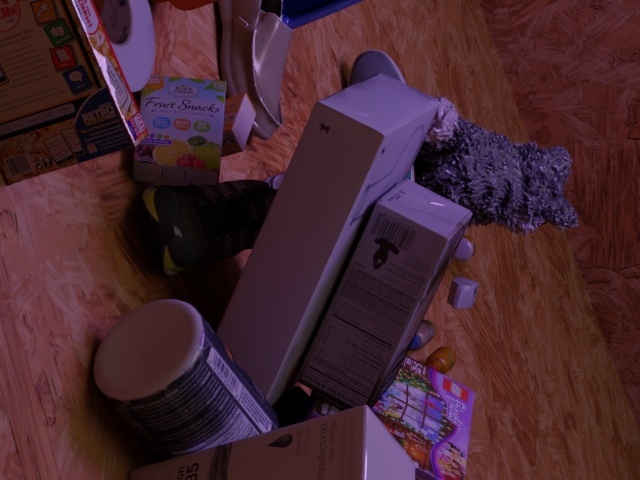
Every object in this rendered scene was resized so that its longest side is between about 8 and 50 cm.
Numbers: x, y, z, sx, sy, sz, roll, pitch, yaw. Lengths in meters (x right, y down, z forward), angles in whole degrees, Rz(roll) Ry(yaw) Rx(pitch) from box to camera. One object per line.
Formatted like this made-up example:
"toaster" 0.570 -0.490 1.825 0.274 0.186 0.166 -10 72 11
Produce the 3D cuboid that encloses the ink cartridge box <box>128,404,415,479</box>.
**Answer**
"ink cartridge box" -0.057 0.304 1.556 0.117 0.283 0.207 53 28 -39

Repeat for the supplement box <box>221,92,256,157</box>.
"supplement box" -0.124 -0.145 2.036 0.098 0.062 0.036 -77 147 -55

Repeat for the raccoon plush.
"raccoon plush" 0.306 -0.111 2.695 0.446 0.299 0.216 80 11 -85

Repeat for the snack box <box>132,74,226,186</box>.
"snack box" -0.164 -0.129 1.855 0.037 0.100 0.141 101 -7 -51

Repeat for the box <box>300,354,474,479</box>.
"box" 0.086 0.219 1.973 0.201 0.057 0.293 29 20 -2

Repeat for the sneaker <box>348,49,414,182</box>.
"sneaker" 0.081 -0.196 2.564 0.178 0.124 0.295 51 30 -68

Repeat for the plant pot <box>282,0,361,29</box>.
"plant pot" -0.018 -0.484 2.342 0.236 0.236 0.212 46 29 -53

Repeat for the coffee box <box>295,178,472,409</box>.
"coffee box" 0.076 0.066 1.882 0.246 0.098 0.141 -66 169 20

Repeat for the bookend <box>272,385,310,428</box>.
"bookend" -0.045 0.240 1.950 0.156 0.072 0.157 50 30 -49

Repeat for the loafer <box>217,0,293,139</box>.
"loafer" -0.084 -0.271 2.196 0.102 0.092 0.268 27 51 -65

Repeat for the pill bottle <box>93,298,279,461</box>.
"pill bottle" -0.127 0.183 1.681 0.130 0.130 0.245 -87 154 -42

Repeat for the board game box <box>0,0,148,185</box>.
"board game box" -0.271 -0.164 1.522 0.045 0.147 0.193 -60 132 -63

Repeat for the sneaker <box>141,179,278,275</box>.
"sneaker" -0.117 -0.031 1.880 0.300 0.121 0.111 -23 96 -71

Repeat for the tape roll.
"tape roll" -0.263 -0.256 1.726 0.219 0.072 0.219 -14 90 -71

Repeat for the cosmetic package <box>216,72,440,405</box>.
"cosmetic package" 0.000 0.000 1.891 0.377 0.097 0.284 -66 168 19

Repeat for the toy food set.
"toy food set" 0.187 0.104 2.605 0.104 0.111 0.232 -28 133 -70

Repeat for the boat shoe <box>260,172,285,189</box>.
"boat shoe" -0.016 -0.066 2.253 0.226 0.076 0.083 -28 102 -70

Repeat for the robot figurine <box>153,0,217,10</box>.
"robot figurine" -0.127 -0.361 1.952 0.128 0.219 0.158 -85 152 -43
